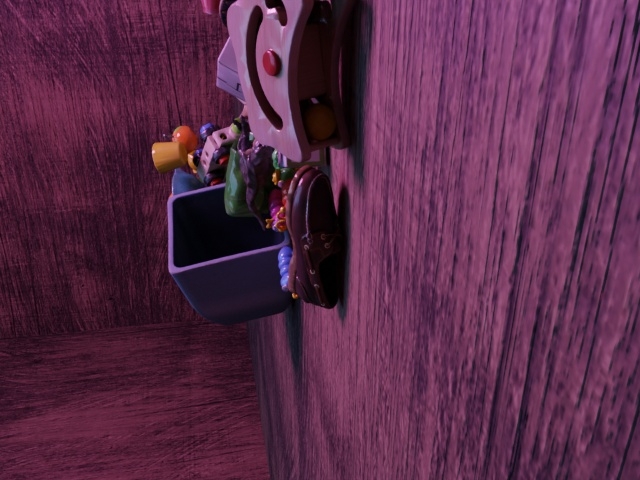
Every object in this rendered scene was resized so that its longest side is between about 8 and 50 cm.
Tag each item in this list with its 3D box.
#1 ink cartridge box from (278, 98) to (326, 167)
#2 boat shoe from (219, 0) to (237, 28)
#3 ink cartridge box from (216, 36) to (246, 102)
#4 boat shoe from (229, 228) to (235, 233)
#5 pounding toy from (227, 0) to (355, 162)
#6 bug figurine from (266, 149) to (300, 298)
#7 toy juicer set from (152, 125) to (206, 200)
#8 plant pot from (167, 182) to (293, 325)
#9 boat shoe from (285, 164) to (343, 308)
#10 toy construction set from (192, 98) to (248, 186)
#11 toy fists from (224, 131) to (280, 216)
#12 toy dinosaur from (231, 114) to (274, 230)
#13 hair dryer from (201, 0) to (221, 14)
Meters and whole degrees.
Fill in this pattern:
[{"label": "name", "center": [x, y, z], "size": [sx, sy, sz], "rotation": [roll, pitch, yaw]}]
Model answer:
[{"label": "ink cartridge box", "center": [-0.033, -0.211, 0.972], "size": [0.109, 0.062, 0.210], "rotation": [-145, 51, -79]}, {"label": "boat shoe", "center": [-0.110, -0.493, 1.184], "size": [0.324, 0.122, 0.120], "rotation": [138, 133, -68]}, {"label": "ink cartridge box", "center": [-0.107, -0.324, 1.124], "size": [0.148, 0.085, 0.203], "rotation": [-63, 9, -3]}, {"label": "boat shoe", "center": [-0.172, 0.009, 1.703], "size": [0.335, 0.112, 0.096], "rotation": [58, -172, -78]}, {"label": "pounding toy", "center": [-0.003, -0.240, 0.777], "size": [0.154, 0.154, 0.270], "rotation": [9, 115, 51]}, {"label": "bug figurine", "center": [-0.055, -0.043, 1.152], "size": [0.279, 0.072, 0.216], "rotation": [98, 164, -54]}, {"label": "toy juicer set", "center": [-0.313, -0.118, 1.602], "size": [0.209, 0.089, 0.329], "rotation": [-87, -16, -56]}, {"label": "plant pot", "center": [-0.176, 0.043, 1.464], "size": [0.248, 0.247, 0.252], "rotation": [-105, 2, -47]}, {"label": "boat shoe", "center": [0.000, 0.000, 0.893], "size": [0.073, 0.073, 0.207], "rotation": [27, 134, 34]}, {"label": "toy construction set", "center": [-0.179, -0.220, 1.509], "size": [0.151, 0.215, 0.328], "rotation": [51, 148, 25]}, {"label": "toy fists", "center": [-0.124, -0.133, 1.323], "size": [0.279, 0.096, 0.142], "rotation": [-76, 0, -67]}, {"label": "toy dinosaur", "center": [-0.104, -0.124, 1.067], "size": [0.268, 0.064, 0.118], "rotation": [103, 160, -65]}, {"label": "hair dryer", "center": [-0.168, -0.576, 1.294], "size": [0.294, 0.080, 0.223], "rotation": [-70, -23, -8]}]
